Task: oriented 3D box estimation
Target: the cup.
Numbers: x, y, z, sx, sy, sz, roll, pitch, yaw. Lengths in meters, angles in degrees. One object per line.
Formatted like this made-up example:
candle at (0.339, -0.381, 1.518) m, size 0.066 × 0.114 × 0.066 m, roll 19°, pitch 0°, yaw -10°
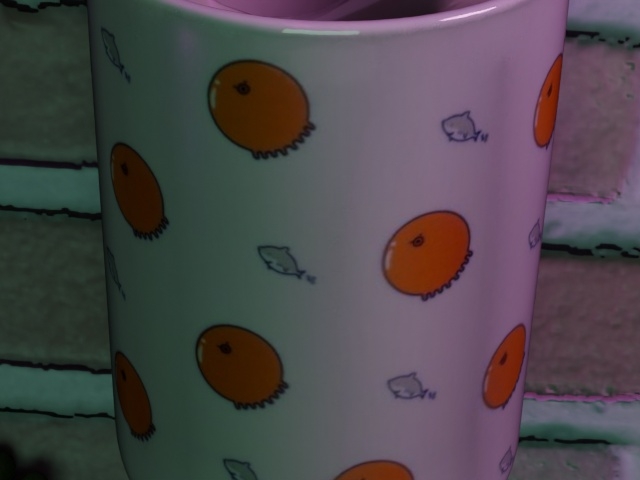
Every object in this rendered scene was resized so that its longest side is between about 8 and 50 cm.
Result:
cup at (0.000, 0.000, 0.899) m, size 0.212 × 0.212 × 0.317 m, roll 2°, pitch 120°, yaw 1°

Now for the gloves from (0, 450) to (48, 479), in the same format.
gloves at (-0.274, 0.193, 1.085) m, size 0.268 × 0.107 × 0.135 m, roll -12°, pitch 149°, yaw 6°
